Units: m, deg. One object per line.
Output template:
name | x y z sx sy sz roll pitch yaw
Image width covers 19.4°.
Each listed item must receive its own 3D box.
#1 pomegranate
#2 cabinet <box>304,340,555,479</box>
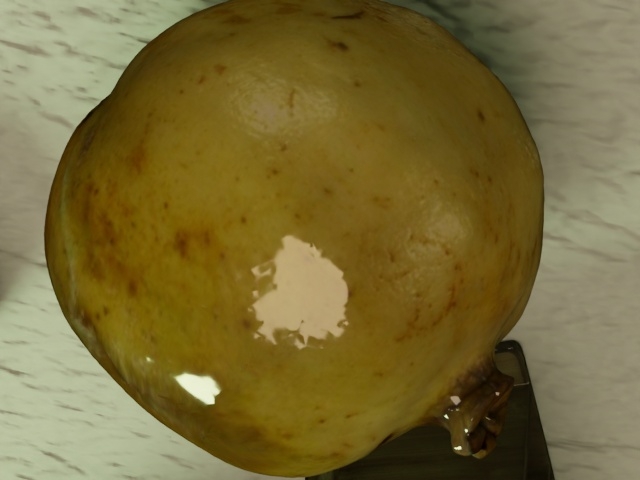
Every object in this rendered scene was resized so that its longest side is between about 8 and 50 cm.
pomegranate | -0.017 -0.006 1.101 0.307 0.307 0.307 4 126 6
cabinet | 0.092 0.211 1.288 0.148 0.174 0.215 -8 123 15
